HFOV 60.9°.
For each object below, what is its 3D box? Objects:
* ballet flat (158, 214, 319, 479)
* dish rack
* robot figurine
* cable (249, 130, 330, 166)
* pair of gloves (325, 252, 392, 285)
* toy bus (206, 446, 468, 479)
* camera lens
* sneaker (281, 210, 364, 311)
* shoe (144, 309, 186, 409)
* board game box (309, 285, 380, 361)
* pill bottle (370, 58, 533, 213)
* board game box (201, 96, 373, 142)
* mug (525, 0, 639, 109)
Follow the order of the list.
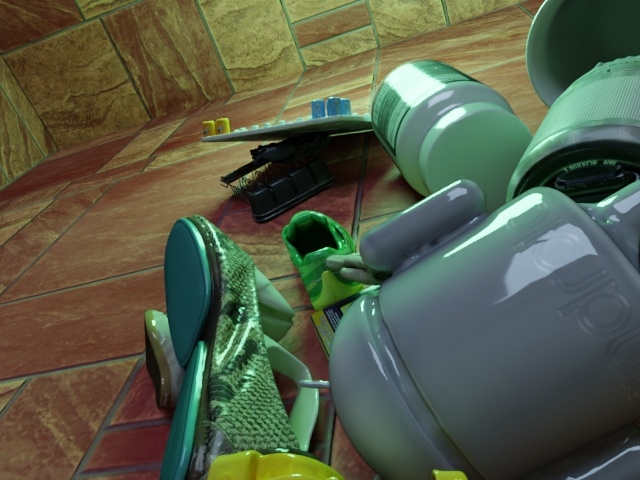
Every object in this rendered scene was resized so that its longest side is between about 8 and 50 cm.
[{"bbox_3d":[-0.102,0.139,0.672,0.182,0.164,0.482,15,26,-23],"label":"ballet flat"},{"bbox_3d":[-0.116,-0.146,1.286,0.208,0.074,0.272,-30,27,-19],"label":"dish rack"},{"bbox_3d":[0.153,0.091,0.475,0.354,0.200,0.299,-35,69,13],"label":"robot figurine"},{"bbox_3d":[-0.068,-0.209,1.243,0.185,0.047,0.150,-16,17,-2],"label":"cable"},{"bbox_3d":[0.141,0.032,0.670,0.240,0.042,0.204,4,3,-10],"label":"pair of gloves"},{"bbox_3d":[0.059,0.208,0.325,0.212,0.220,0.149,-22,40,19],"label":"toy bus"},{"bbox_3d":[0.369,-0.085,0.671,0.220,0.219,0.274,1,35,37],"label":"camera lens"},{"bbox_3d":[0.000,0.000,0.876,0.110,0.123,0.295,-22,24,-3],"label":"sneaker"},{"bbox_3d":[-0.223,0.170,0.803,0.058,0.076,0.219,-3,24,-24],"label":"shoe"},{"bbox_3d":[0.075,0.125,0.686,0.141,0.048,0.170,-25,27,-3],"label":"board game box"},{"bbox_3d":[0.223,-0.193,0.978,0.210,0.210,0.363,-20,28,3],"label":"pill bottle"},{"bbox_3d":[-0.018,-0.284,1.311,0.390,0.050,0.390,-1,9,35],"label":"board game box"},{"bbox_3d":[0.615,-0.365,1.001,0.374,0.276,0.328,32,45,21],"label":"mug"}]
